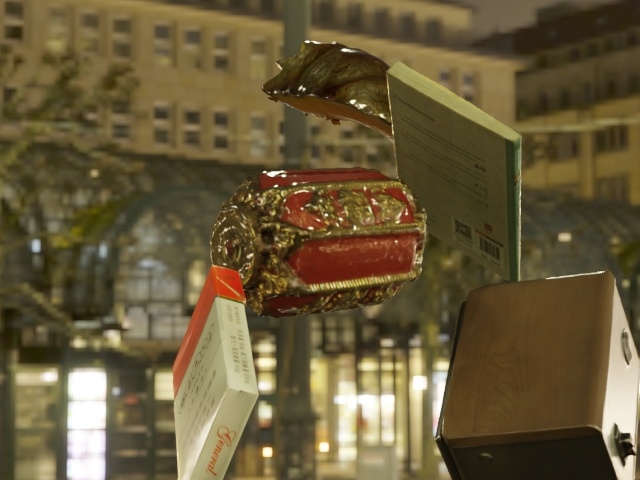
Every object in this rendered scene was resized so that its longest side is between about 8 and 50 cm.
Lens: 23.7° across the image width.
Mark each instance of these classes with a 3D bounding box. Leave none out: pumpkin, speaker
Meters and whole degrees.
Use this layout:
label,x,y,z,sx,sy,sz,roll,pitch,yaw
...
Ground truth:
label,x,y,z,sx,sy,sz,roll,pitch,yaw
pumpkin,0.066,-0.215,2.133,0.254,0.130,0.149,27,-16,-12
speaker,0.237,0.166,1.600,0.193,0.231,0.153,-9,-52,21

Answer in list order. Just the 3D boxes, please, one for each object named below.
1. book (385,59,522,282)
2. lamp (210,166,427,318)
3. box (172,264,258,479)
label,x,y,z,sx,sy,sz,roll,pitch,yaw
book,0.176,-0.082,1.985,0.215,0.025,0.282,34,-29,29
lamp,0.000,0.000,1.806,0.274,0.177,0.177,-6,-1,-41
box,-0.106,0.138,1.489,0.035,0.139,0.245,17,21,-14
